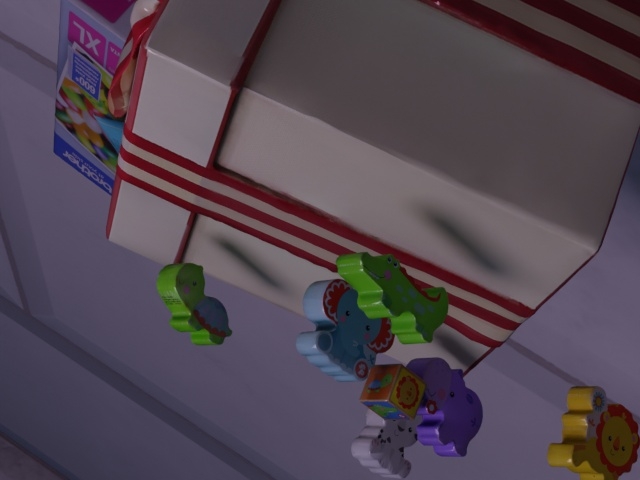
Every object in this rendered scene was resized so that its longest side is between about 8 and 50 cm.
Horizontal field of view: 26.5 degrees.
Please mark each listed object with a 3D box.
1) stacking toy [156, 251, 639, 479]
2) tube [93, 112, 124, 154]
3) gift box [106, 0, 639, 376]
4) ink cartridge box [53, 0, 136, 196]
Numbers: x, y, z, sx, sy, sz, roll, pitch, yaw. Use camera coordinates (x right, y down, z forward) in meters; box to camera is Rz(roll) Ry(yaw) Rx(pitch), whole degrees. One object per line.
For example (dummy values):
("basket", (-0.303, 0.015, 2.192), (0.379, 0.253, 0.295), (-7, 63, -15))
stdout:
("stacking toy", (0.039, 0.064, 0.710), (0.167, 0.052, 0.221), (-7, 142, 47))
("tube", (-0.102, -0.055, 1.079), (0.207, 0.052, 0.080), (16, 142, 42))
("gift box", (0.027, -0.107, 0.746), (0.258, 0.276, 0.255), (24, 150, -4))
("ink cartridge box", (-0.145, -0.092, 1.186), (0.186, 0.065, 0.311), (36, 155, 6))
